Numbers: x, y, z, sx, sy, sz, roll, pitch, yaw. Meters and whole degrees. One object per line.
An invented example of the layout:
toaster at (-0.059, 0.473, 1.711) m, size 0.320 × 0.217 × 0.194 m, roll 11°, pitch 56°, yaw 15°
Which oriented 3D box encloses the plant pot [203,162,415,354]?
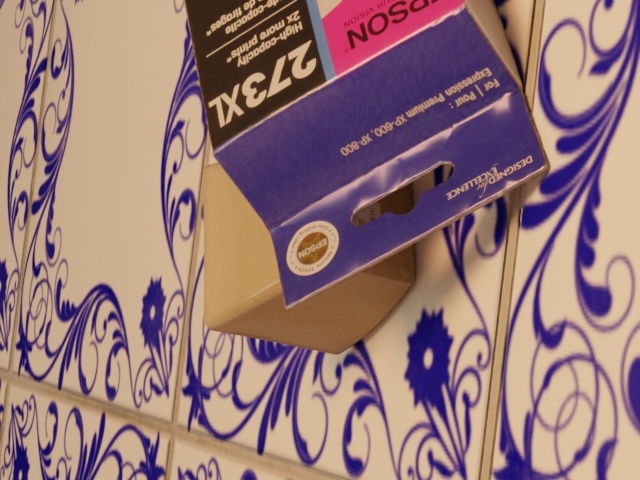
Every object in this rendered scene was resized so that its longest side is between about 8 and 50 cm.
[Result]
plant pot at (0.000, 0.000, 1.185) m, size 0.096 × 0.109 × 0.109 m, roll -24°, pitch 61°, yaw 47°

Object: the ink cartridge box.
ink cartridge box at (0.006, -0.151, 1.158) m, size 0.175 × 0.069 × 0.371 m, roll -29°, pitch 51°, yaw 19°
